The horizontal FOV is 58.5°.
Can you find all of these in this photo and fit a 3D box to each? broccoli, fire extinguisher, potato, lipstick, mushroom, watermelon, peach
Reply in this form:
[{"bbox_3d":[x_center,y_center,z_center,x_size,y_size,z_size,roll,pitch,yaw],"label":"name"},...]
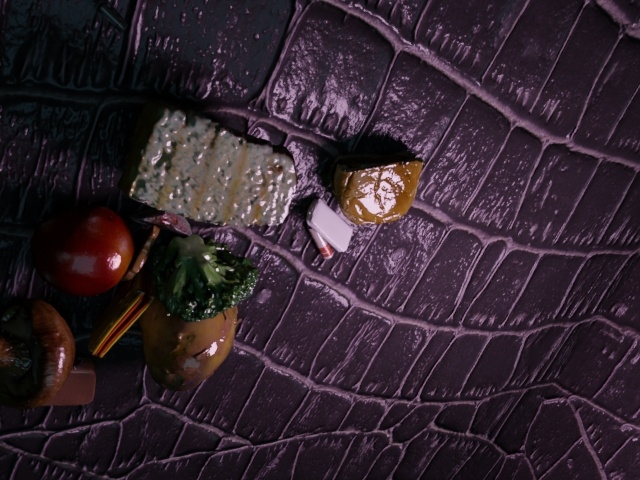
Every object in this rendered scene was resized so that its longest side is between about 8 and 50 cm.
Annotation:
[{"bbox_3d":[-0.320,0.086,1.522,0.294,0.265,0.245,23,146,8],"label":"broccoli"},{"bbox_3d":[-0.466,-0.502,1.263,0.083,0.025,0.038,40,60,-36],"label":"fire extinguisher"},{"bbox_3d":[-0.364,0.291,1.643,0.300,0.237,0.289,21,108,-31],"label":"potato"},{"bbox_3d":[0.000,0.000,1.753,0.038,0.038,0.131,-30,126,-4],"label":"lipstick"},{"bbox_3d":[-0.769,0.280,1.482,0.283,0.195,0.263,43,103,-9],"label":"mushroom"},{"bbox_3d":[-0.409,-0.050,1.521,0.180,0.094,0.081,16,109,-50],"label":"watermelon"},{"bbox_3d":[-0.587,0.022,1.412,0.243,0.199,0.244,-7,111,-19],"label":"peach"}]

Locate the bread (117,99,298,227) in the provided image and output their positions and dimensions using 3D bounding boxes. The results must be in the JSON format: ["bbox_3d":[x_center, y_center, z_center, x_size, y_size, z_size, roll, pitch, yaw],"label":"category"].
[{"bbox_3d":[-0.277,-0.182,1.403,0.394,0.264,0.240,14,100,-30],"label":"bread"}]

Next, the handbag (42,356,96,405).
[{"bbox_3d":[-0.747,0.402,1.646,0.193,0.072,0.151,11,113,-27],"label":"handbag"}]

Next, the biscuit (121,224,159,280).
[{"bbox_3d":[-0.480,0.040,1.503,0.035,0.163,0.250,33,133,-22],"label":"biscuit"}]

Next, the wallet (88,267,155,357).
[{"bbox_3d":[-0.548,0.189,1.558,0.067,0.141,0.241,35,104,-31],"label":"wallet"}]

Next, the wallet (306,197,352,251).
[{"bbox_3d":[0.027,-0.045,1.717,0.190,0.033,0.095,40,56,-38],"label":"wallet"}]

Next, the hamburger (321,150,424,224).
[{"bbox_3d":[0.161,-0.149,1.679,0.308,0.132,0.211,-8,119,-21],"label":"hamburger"}]
